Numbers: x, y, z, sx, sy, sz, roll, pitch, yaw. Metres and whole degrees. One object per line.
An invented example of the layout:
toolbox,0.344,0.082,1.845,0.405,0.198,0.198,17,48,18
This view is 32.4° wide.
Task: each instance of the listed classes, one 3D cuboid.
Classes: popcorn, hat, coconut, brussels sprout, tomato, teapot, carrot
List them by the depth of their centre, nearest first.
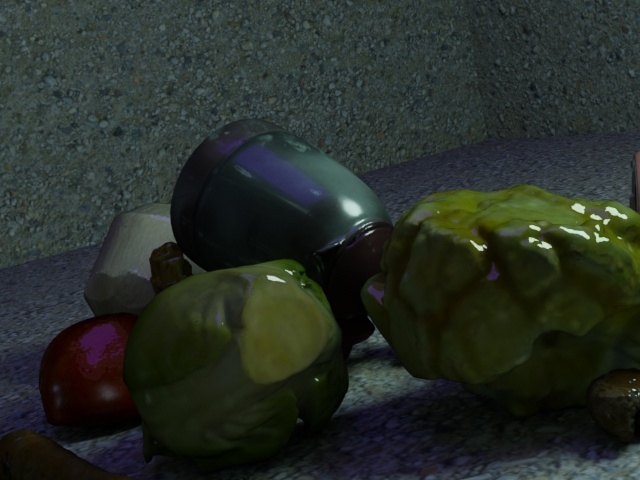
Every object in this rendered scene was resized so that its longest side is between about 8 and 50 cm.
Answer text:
carrot,-0.262,0.262,1.197,0.298,0.078,0.078,3,16,43
popcorn,0.230,0.043,1.260,0.334,0.292,0.293,13,-45,-37
brussels sprout,-0.096,0.144,1.280,0.259,0.227,0.294,-24,-10,-29
teapot,0.000,0.000,1.539,0.312,0.233,0.315,32,10,37
tomato,-0.296,0.172,1.545,0.200,0.139,0.233,-7,7,-20
hat,-0.020,0.144,1.562,0.205,0.089,0.205,-4,8,1
coconut,-0.260,0.078,1.812,0.237,0.266,0.237,19,-19,7

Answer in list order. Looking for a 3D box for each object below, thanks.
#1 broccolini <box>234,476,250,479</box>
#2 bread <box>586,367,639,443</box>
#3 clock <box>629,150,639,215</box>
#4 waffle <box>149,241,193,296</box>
broccolini,-0.142,0.280,1.015,0.271,0.062,0.123,-16,1,-16
bread,0.321,0.167,1.132,0.113,0.060,0.082,-13,10,-28
clock,0.509,-0.028,1.558,0.142,0.241,0.227,-5,10,14
waffle,-0.204,0.105,1.617,0.055,0.211,0.160,-14,11,-19
